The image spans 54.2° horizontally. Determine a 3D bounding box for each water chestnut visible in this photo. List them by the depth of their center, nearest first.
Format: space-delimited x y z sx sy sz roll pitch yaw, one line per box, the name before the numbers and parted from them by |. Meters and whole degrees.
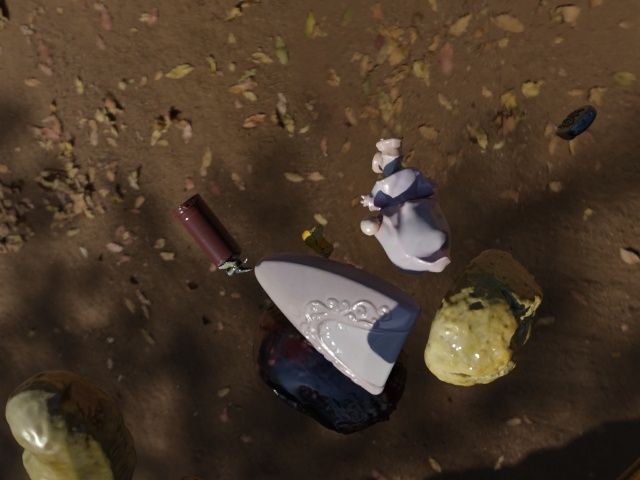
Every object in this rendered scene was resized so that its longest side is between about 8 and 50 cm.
water chestnut | 0.032 0.226 1.309 0.350 0.350 0.302 29 72 5

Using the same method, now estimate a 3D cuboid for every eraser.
eraser | 0.004 0.100 0.869 0.243 0.059 0.204 30 138 16

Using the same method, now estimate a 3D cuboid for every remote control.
remote control | 0.532 -0.243 1.310 0.042 0.222 0.072 41 104 6

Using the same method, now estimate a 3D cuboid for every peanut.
peanut | -0.278 0.224 0.699 0.120 0.110 0.236 19 144 19

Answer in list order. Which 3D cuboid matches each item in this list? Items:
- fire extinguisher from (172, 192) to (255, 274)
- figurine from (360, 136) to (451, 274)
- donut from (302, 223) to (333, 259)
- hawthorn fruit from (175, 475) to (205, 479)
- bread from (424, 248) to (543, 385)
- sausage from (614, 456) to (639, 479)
fire extinguisher | -0.300 -0.005 1.787 0.104 0.105 0.269 -34 99 22
figurine | 0.167 -0.062 1.209 0.133 0.200 0.276 -32 72 53
donut | 0.000 0.000 1.379 0.083 0.038 0.067 39 153 -4
hawthorn fruit | -0.274 0.570 1.263 0.189 0.189 0.189 5 109 14
bread | 0.282 0.142 1.053 0.134 0.244 0.245 25 114 30
sausage | 0.620 0.428 1.160 0.082 0.082 0.371 41 99 -1
